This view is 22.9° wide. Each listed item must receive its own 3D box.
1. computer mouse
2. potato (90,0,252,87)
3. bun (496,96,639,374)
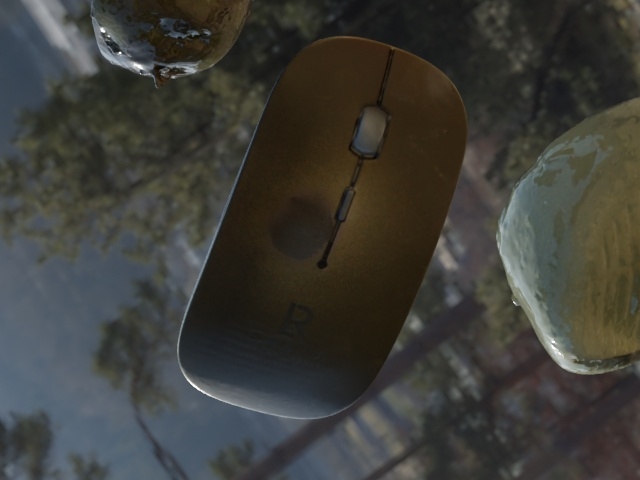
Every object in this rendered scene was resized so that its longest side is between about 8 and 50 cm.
[{"bbox_3d":[0.000,0.001,0.755,0.102,0.199,0.045,18,-159,-13],"label":"computer mouse"},{"bbox_3d":[-0.101,-0.140,1.087,0.100,0.089,0.172,13,169,6],"label":"potato"},{"bbox_3d":[0.229,-0.012,1.098,0.229,0.229,0.145,61,-177,-32],"label":"bun"}]
